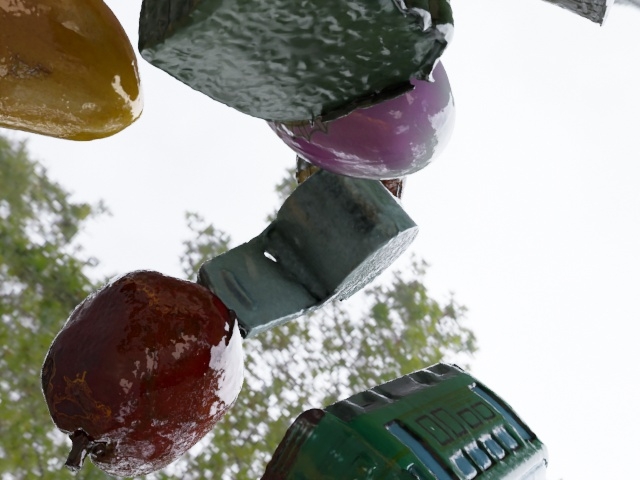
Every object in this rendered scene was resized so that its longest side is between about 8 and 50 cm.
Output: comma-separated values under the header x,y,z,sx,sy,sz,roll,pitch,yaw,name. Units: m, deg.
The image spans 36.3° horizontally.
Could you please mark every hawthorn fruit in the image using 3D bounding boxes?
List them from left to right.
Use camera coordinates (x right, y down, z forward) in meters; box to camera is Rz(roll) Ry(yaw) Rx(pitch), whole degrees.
x,y,z,sx,sy,sz,roll,pitch,yaw,name
-0.254,0.196,1.355,0.265,0.265,0.307,3,-132,36,hawthorn fruit

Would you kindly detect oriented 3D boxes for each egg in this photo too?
x,y,z,sx,sy,sz,roll,pitch,yaw,name
0.039,-0.169,1.076,0.271,0.196,0.196,25,-108,38,egg

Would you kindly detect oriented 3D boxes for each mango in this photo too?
x,y,z,sx,sy,sz,roll,pitch,yaw,name
-0.296,-0.202,1.003,0.138,0.256,0.187,-19,-123,64,mango

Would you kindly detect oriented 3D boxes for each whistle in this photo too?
x,y,z,sx,sy,sz,roll,pitch,yaw,name
-0.015,0.019,1.587,0.404,0.188,0.168,-35,-105,-17,whistle

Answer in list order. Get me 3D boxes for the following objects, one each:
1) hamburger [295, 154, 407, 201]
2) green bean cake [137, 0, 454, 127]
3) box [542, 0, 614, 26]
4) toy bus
x,y,z,sx,sy,sz,roll,pitch,yaw,name
0.061,-0.138,1.890,0.230,0.231,0.107,-16,-146,24,hamburger
-0.015,-0.200,0.833,0.227,0.222,0.125,-16,-119,39,green bean cake
0.254,-0.348,0.933,0.143,0.273,0.184,25,-92,11,box
0.099,0.264,1.028,0.199,0.343,0.184,36,-69,25,toy bus
